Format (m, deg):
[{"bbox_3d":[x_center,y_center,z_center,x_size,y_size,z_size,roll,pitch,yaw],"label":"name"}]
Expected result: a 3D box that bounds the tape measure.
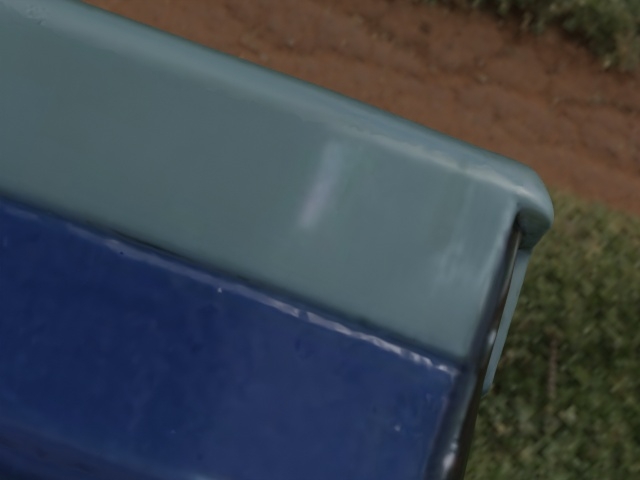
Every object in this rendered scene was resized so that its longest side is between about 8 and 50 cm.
[{"bbox_3d":[-0.087,0.015,0.481,0.259,0.262,0.138,21,83,-1],"label":"tape measure"}]
